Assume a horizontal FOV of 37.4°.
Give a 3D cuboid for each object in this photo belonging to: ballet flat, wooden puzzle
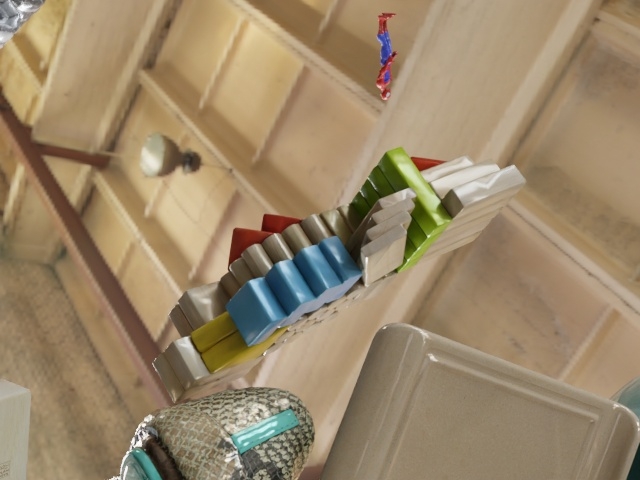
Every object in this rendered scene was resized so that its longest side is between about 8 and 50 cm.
[{"bbox_3d":[-0.124,0.260,0.877,0.164,0.182,0.483,58,-36,16],"label":"ballet flat"},{"bbox_3d":[0.111,0.198,0.721,0.221,0.239,0.044,-69,-161,-2],"label":"wooden puzzle"}]

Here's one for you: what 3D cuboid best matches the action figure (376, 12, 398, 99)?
[{"bbox_3d":[0.090,-0.247,1.280,0.030,0.038,0.115,8,-65,11],"label":"action figure"}]

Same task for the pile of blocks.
[{"bbox_3d":[0.000,0.000,0.841,0.112,0.362,0.149,56,-11,17],"label":"pile of blocks"}]

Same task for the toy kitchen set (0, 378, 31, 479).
[{"bbox_3d":[-0.356,0.169,0.709,0.166,0.207,0.122,14,-78,30],"label":"toy kitchen set"}]

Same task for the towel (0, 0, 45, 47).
[{"bbox_3d":[-0.412,-0.260,0.840,0.235,0.283,0.121,-21,-150,38],"label":"towel"}]

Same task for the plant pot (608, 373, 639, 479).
[{"bbox_3d":[0.392,0.206,0.851,0.293,0.196,0.293,31,-32,22],"label":"plant pot"}]
